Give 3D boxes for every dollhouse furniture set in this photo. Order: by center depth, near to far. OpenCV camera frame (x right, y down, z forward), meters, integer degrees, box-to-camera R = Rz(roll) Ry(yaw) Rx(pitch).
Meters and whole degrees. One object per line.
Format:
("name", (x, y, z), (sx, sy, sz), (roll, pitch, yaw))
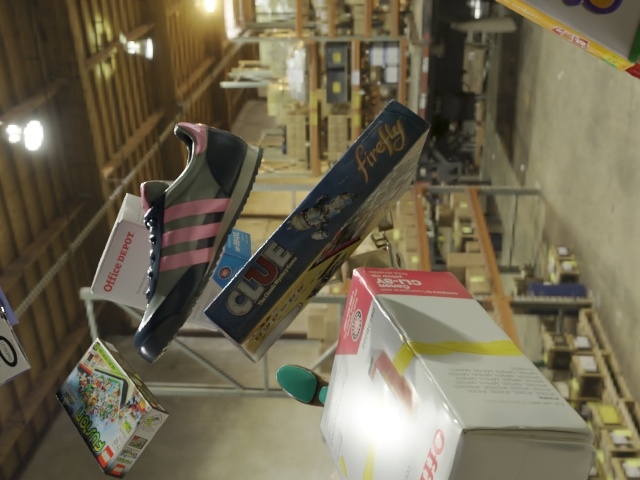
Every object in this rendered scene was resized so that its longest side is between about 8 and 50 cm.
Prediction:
("dollhouse furniture set", (0.086, 0.021, 1.673), (0.101, 0.182, 0.161), (39, -139, -58))

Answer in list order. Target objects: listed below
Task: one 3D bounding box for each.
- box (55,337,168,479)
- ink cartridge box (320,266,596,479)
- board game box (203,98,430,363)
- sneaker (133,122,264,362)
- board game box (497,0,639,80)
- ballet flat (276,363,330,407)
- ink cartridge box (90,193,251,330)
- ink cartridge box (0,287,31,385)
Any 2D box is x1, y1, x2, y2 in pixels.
("box", (-0.314, 0.244, 1.108), (0.114, 0.207, 0.036), (-54, -46, -3))
("ink cartridge box", (0.138, 0.237, 0.936), (0.385, 0.160, 0.279), (-122, 41, -64))
("board game box", (0.000, 0.000, 0.683), (0.243, 0.042, 0.165), (-49, -9, -12))
("sneaker", (-0.191, -0.005, 0.967), (0.319, 0.131, 0.112), (-68, 13, -18))
("board game box", (0.156, -0.226, 0.522), (0.124, 0.259, 0.039), (-60, -1, 7))
("ballet flat", (0.003, 0.313, 1.540), (0.067, 0.206, 0.073), (31, -99, -61))
("ink cartridge box", (-0.225, 0.035, 1.134), (0.148, 0.203, 0.086), (-60, 20, 28))
("ink cartridge box", (-0.664, 0.165, 1.196), (0.395, 0.151, 0.270), (-30, -86, -46))
